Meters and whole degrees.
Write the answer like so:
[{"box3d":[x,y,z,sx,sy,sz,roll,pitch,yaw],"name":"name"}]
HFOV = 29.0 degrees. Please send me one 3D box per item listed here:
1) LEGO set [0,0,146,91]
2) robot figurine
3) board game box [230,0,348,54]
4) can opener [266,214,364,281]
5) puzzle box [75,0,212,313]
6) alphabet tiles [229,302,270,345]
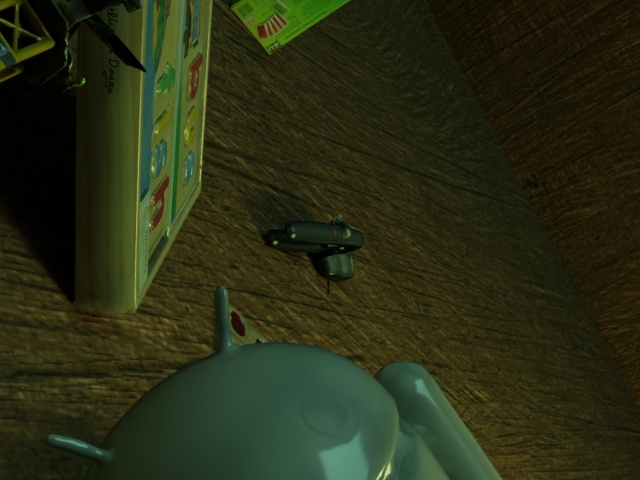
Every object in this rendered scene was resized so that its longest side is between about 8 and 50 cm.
[{"box3d":[-0.270,-0.174,0.726,0.331,0.255,0.192,51,35,-2],"name":"LEGO set"},{"box3d":[-0.001,0.203,0.690,0.300,0.199,0.353,-45,108,-38],"name":"robot figurine"},{"box3d":[-0.026,-0.349,1.719,0.092,0.181,0.043,47,22,-31],"name":"board game box"},{"box3d":[0.000,0.000,1.445,0.186,0.059,0.073,20,43,-62],"name":"can opener"},{"box3d":[-0.134,-0.180,1.002,0.272,0.052,0.409,-76,173,-64],"name":"puzzle box"},{"box3d":[-0.032,0.190,1.154,0.198,0.009,0.237,48,22,-31],"name":"alphabet tiles"}]
